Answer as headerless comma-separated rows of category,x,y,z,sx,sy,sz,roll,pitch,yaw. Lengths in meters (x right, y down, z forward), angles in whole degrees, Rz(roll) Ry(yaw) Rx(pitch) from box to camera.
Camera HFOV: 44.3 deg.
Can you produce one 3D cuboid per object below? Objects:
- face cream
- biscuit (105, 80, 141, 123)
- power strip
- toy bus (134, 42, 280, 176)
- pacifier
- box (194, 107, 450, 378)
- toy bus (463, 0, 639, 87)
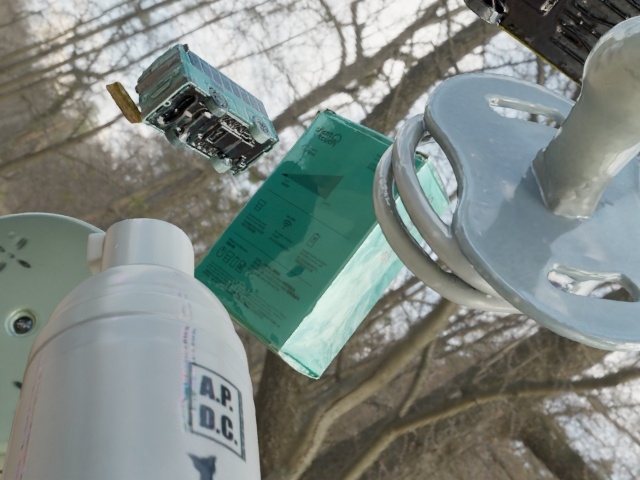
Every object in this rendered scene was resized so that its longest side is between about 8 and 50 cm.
face cream,-0.114,0.101,0.492,0.370,0.145,0.145,-102,178,-49
biscuit,-0.343,-0.242,1.380,0.083,0.018,0.081,57,-18,-19
power strip,-0.374,0.147,1.047,0.357,0.357,0.161,54,-23,22
toy bus,-0.204,-0.233,1.408,0.256,0.128,0.147,29,32,-51
pacifier,0.194,-0.071,0.604,0.233,0.244,0.299,121,-28,-41
box,0.000,0.000,1.052,0.205,0.311,0.118,32,-9,36
toy bus,0.348,-0.321,1.079,0.331,0.151,0.145,33,-57,-9
